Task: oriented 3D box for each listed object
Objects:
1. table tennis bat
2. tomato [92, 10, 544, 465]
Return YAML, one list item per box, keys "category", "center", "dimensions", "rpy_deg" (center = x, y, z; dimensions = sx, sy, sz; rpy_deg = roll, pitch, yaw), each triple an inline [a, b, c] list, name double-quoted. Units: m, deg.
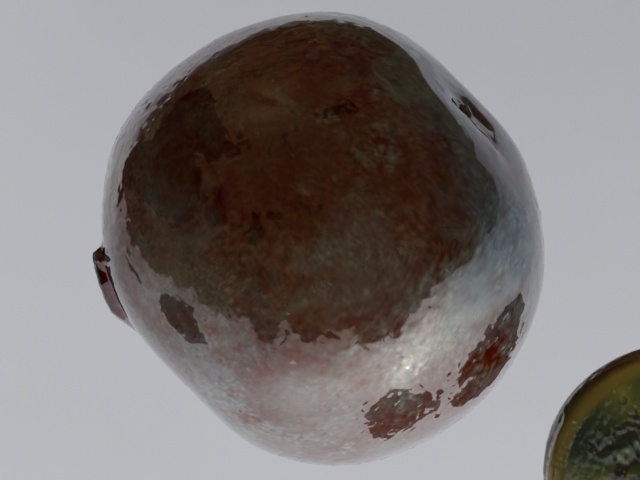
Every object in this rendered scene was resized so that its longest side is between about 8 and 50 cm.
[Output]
- category: "table tennis bat"
  center: [0.291, 0.216, 1.411]
  dimensions: [0.198, 0.321, 0.050]
  rpy_deg: [-31, -170, 15]
- category: "tomato"
  center: [0.000, 0.000, 1.356]
  dimensions: [0.282, 0.317, 0.316]
  rpy_deg: [-38, -151, 21]
